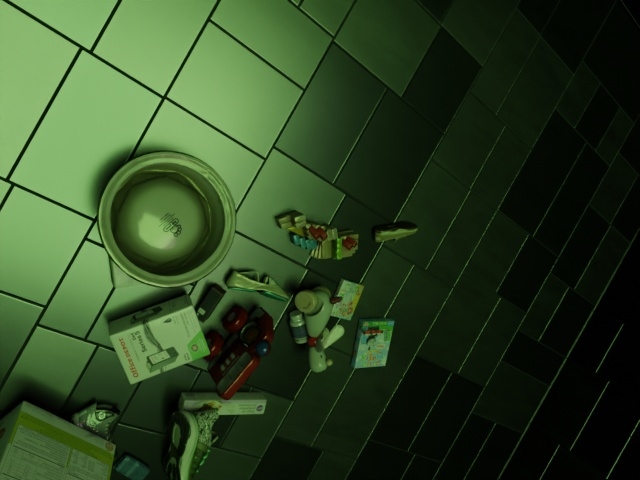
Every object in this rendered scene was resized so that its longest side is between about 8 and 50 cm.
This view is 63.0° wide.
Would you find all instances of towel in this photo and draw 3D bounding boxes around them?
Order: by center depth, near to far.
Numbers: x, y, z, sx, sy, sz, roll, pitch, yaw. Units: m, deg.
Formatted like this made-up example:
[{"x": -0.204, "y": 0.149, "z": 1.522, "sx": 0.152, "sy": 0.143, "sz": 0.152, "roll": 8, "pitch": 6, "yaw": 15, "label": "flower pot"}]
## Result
[{"x": -0.674, "y": 0.816, "z": 1.872, "sx": 0.067, "sy": 0.029, "sz": 0.119, "roll": -46, "pitch": 119, "yaw": -9, "label": "towel"}]

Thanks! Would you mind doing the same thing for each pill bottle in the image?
[{"x": -0.081, "y": 0.331, "z": 2.015, "sx": 0.067, "sy": 0.067, "sz": 0.120, "roll": -22, "pitch": 114, "yaw": -20, "label": "pill bottle"}]

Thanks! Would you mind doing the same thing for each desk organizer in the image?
[{"x": -0.386, "y": 0.221, "z": 1.832, "sx": 0.047, "sy": 0.050, "sz": 0.130, "roll": 36, "pitch": 104, "yaw": 2, "label": "desk organizer"}]

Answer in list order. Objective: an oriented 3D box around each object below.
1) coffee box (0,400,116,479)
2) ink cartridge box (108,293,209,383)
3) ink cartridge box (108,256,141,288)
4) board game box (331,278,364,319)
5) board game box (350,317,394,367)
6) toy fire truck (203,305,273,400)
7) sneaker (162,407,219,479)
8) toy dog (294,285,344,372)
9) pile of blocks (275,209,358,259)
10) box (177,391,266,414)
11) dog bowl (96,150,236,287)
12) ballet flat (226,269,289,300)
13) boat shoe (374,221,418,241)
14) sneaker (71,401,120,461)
[{"x": -0.867, "y": 0.751, "z": 1.522, "sx": 0.338, "sy": 0.334, "sz": 0.338, "roll": -39, "pitch": 121, "yaw": 12, "label": "coffee box"}, {"x": -0.534, "y": 0.325, "z": 1.736, "sx": 0.273, "sy": 0.115, "sz": 0.198, "roll": -20, "pitch": 113, "yaw": -15, "label": "ink cartridge box"}, {"x": -0.565, "y": 0.047, "z": 1.694, "sx": 0.225, "sy": 0.056, "sz": 0.180, "roll": -11, "pitch": 109, "yaw": -32, "label": "ink cartridge box"}, {"x": 0.102, "y": 0.238, "z": 2.107, "sx": 0.104, "sy": 0.026, "sz": 0.154, "roll": 18, "pitch": 96, "yaw": -30, "label": "board game box"}, {"x": 0.222, "y": 0.435, "z": 2.222, "sx": 0.160, "sy": 0.039, "sz": 0.211, "roll": 3, "pitch": 104, "yaw": -29, "label": "board game box"}, {"x": -0.270, "y": 0.384, "z": 1.824, "sx": 0.302, "sy": 0.254, "sz": 0.169, "roll": -48, "pitch": 120, "yaw": -7, "label": "toy fire truck"}, {"x": -0.449, "y": 0.767, "z": 1.888, "sx": 0.182, "sy": 0.158, "sz": 0.410, "roll": -8, "pitch": 125, "yaw": -40, "label": "sneaker"}, {"x": 0.021, "y": 0.320, "z": 1.963, "sx": 0.220, "sy": 0.161, "sz": 0.333, "roll": -50, "pitch": 131, "yaw": -53, "label": "toy dog"}, {"x": 0.000, "y": 0.000, "z": 1.934, "sx": 0.363, "sy": 0.113, "sz": 0.148, "roll": 18, "pitch": 96, "yaw": -30, "label": "pile of blocks"}, {"x": -0.364, "y": 0.609, "z": 1.952, "sx": 0.324, "sy": 0.067, "sz": 0.063, "roll": 9, "pitch": 102, "yaw": -30, "label": "box"}, {"x": -0.476, "y": -0.064, "z": 1.604, "sx": 0.408, "sy": 0.150, "sz": 0.407, "roll": -1, "pitch": 91, "yaw": -30, "label": "dog bowl"}, {"x": -0.218, "y": 0.159, "z": 1.892, "sx": 0.249, "sy": 0.086, "sz": 0.086, "roll": 17, "pitch": 96, "yaw": -30, "label": "ballet flat"}, {"x": 0.304, "y": -0.029, "z": 2.120, "sx": 0.190, "sy": 0.068, "sz": 0.072, "roll": -6, "pitch": 120, "yaw": -16, "label": "boat shoe"}, {"x": -0.719, "y": 0.639, "z": 1.765, "sx": 0.132, "sy": 0.086, "sz": 0.228, "roll": -36, "pitch": 117, "yaw": -17, "label": "sneaker"}]
